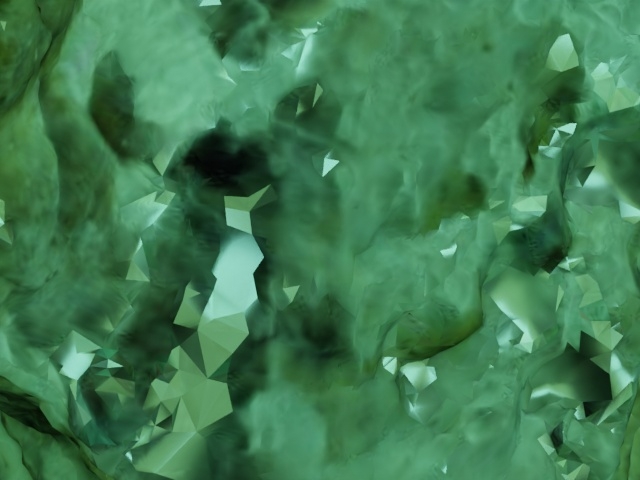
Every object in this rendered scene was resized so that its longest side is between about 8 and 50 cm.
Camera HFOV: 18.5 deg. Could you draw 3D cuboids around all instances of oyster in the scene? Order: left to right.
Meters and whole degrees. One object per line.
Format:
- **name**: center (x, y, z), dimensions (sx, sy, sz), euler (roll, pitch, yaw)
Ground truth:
- **oyster**: center (0.000, 0.000, 0.413), dimensions (0.198, 0.112, 0.267), euler (-14, 93, -1)
